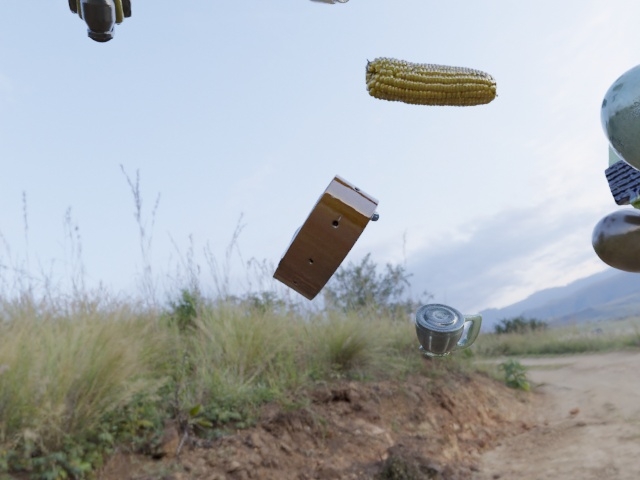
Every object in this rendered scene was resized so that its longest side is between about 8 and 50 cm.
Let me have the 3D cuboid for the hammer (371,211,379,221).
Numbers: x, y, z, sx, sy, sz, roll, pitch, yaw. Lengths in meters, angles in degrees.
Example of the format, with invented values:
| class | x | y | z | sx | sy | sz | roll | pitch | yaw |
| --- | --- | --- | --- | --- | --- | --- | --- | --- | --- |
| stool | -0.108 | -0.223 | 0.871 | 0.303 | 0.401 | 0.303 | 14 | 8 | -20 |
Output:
| class | x | y | z | sx | sy | sz | roll | pitch | yaw |
| --- | --- | --- | --- | --- | --- | --- | --- | --- | --- |
| hammer | 0.092 | -0.090 | 1.513 | 0.194 | 0.069 | 0.116 | 15 | -75 | -26 |

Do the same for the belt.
| class | x | y | z | sx | sy | sz | roll | pitch | yaw |
| --- | --- | --- | --- | --- | --- | --- | --- | --- | --- |
| belt | 0.000 | 0.000 | 1.121 | 0.217 | 0.122 | 0.339 | -59 | 2 | -37 |

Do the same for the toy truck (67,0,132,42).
| class | x | y | z | sx | sy | sz | roll | pitch | yaw |
| --- | --- | --- | --- | --- | --- | --- | --- | --- | --- |
| toy truck | -0.539 | -0.613 | 1.235 | 0.147 | 0.165 | 0.224 | -1 | -43 | -17 |

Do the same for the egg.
| class | x | y | z | sx | sy | sz | roll | pitch | yaw |
| --- | --- | --- | --- | --- | --- | --- | --- | --- | --- |
| egg | 0.492 | -0.158 | 0.671 | 0.236 | 0.169 | 0.169 | 16 | -21 | 6 |

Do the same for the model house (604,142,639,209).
| class | x | y | z | sx | sy | sz | roll | pitch | yaw |
| --- | --- | --- | --- | --- | --- | --- | --- | --- | --- |
| model house | 0.755 | -0.157 | 1.111 | 0.194 | 0.170 | 0.211 | -35 | 16 | 48 |

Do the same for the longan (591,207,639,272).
| class | x | y | z | sx | sy | sz | roll | pitch | yaw |
| --- | --- | --- | --- | --- | --- | --- | --- | --- | --- |
| longan | 0.460 | 0.002 | 0.750 | 0.113 | 0.092 | 0.113 | 22 | -17 | 7 |

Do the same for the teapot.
| class | x | y | z | sx | sy | sz | roll | pitch | yaw |
| --- | --- | --- | --- | --- | --- | --- | --- | --- | --- |
| teapot | 0.243 | 0.183 | 0.985 | 0.124 | 0.092 | 0.091 | 9 | -60 | 15 |

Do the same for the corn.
| class | x | y | z | sx | sy | sz | roll | pitch | yaw |
| --- | --- | --- | --- | --- | --- | --- | --- | --- | --- |
| corn | 0.255 | -0.358 | 1.172 | 0.313 | 0.102 | 0.102 | 7 | -21 | 5 |

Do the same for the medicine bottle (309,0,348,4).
| class | x | y | z | sx | sy | sz | roll | pitch | yaw |
| --- | --- | --- | --- | --- | --- | --- | --- | --- | --- |
| medicine bottle | 0.014 | -0.451 | 0.912 | 0.052 | 0.089 | 0.052 | -21 | -55 | -33 |
